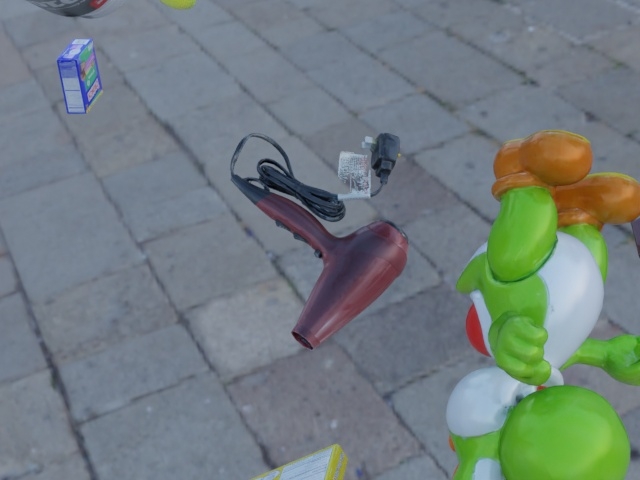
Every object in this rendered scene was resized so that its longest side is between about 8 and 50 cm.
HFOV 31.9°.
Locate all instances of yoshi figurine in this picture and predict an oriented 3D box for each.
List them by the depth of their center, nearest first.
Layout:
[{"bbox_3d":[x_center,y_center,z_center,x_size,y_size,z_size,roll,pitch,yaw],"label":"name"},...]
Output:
[{"bbox_3d":[0.217,0.093,0.994,0.203,0.203,0.362,13,75,5],"label":"yoshi figurine"}]

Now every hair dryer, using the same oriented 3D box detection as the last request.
[{"bbox_3d":[0.000,0.000,1.420,0.223,0.080,0.293,-3,65,3],"label":"hair dryer"}]

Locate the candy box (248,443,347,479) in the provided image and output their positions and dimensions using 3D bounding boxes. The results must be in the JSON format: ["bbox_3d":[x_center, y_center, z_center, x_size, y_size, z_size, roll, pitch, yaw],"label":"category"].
[{"bbox_3d":[-0.071,0.273,1.104,0.206,0.027,0.105,-26,20,22],"label":"candy box"}]

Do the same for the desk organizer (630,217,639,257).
[{"bbox_3d":[0.358,0.034,1.135,0.050,0.047,0.130,-22,56,27],"label":"desk organizer"}]

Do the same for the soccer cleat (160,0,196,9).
[{"bbox_3d":[-0.205,-0.335,1.085,0.121,0.093,0.289,-19,73,-25],"label":"soccer cleat"}]

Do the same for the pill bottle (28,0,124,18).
[{"bbox_3d":[-0.376,-0.409,1.598,0.161,0.161,0.283,-5,-1,10],"label":"pill bottle"}]

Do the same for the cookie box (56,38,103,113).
[{"bbox_3d":[-0.429,-0.293,1.999,0.040,0.107,0.092,2,34,9],"label":"cookie box"}]
